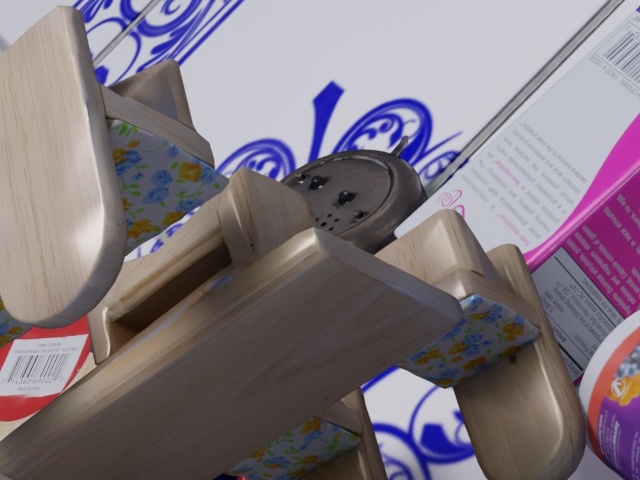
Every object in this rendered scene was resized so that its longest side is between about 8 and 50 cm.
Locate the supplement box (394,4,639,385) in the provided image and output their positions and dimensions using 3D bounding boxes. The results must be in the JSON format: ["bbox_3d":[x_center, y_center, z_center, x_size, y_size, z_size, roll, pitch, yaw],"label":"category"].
[{"bbox_3d":[0.174,-0.024,1.062,0.220,0.114,0.111,-41,39,4],"label":"supplement box"}]

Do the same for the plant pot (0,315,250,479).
[{"bbox_3d":[-0.140,0.120,1.175,0.191,0.174,0.191,-24,41,23],"label":"plant pot"}]

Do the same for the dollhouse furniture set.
[{"bbox_3d":[-0.103,0.146,0.867,0.394,0.362,0.257,-34,53,25],"label":"dollhouse furniture set"}]

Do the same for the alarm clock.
[{"bbox_3d":[0.000,0.000,1.207,0.192,0.064,0.129,-39,37,-15],"label":"alarm clock"}]

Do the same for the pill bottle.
[{"bbox_3d":[0.231,0.117,0.888,0.108,0.108,0.193,-47,38,-2],"label":"pill bottle"}]
